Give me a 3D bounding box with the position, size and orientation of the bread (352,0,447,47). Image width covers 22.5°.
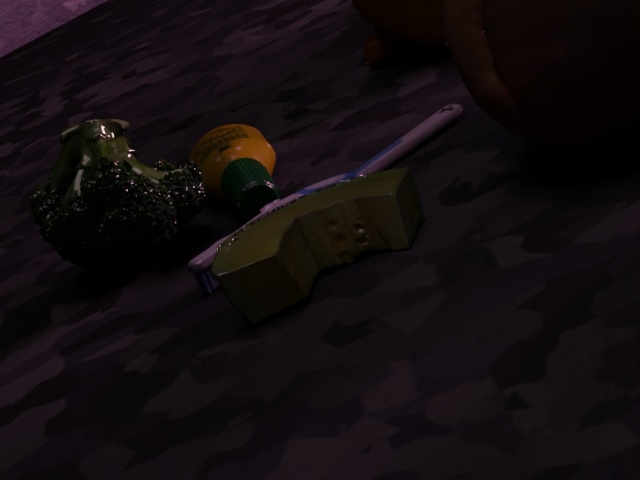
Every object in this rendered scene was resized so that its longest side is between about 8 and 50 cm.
[{"bbox_3d":[0.156,-0.380,2.023,0.312,0.172,0.312,-5,42,5],"label":"bread"}]

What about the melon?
[{"bbox_3d":[0.000,0.000,1.440,0.209,0.064,0.118,-24,17,-9],"label":"melon"}]

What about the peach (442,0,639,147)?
[{"bbox_3d":[0.249,-0.218,1.445,0.292,0.247,0.292,-50,26,35],"label":"peach"}]

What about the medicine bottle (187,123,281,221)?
[{"bbox_3d":[-0.087,-0.071,1.732,0.095,0.064,0.260,-27,18,-4],"label":"medicine bottle"}]

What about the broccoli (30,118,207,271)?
[{"bbox_3d":[-0.213,-0.046,1.697,0.195,0.156,0.195,-11,-13,-2],"label":"broccoli"}]

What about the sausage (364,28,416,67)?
[{"bbox_3d":[0.122,-0.282,2.088,0.183,0.054,0.062,-33,9,-17],"label":"sausage"}]

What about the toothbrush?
[{"bbox_3d":[0.013,-0.058,1.617,0.386,0.040,0.040,-36,22,-33],"label":"toothbrush"}]
